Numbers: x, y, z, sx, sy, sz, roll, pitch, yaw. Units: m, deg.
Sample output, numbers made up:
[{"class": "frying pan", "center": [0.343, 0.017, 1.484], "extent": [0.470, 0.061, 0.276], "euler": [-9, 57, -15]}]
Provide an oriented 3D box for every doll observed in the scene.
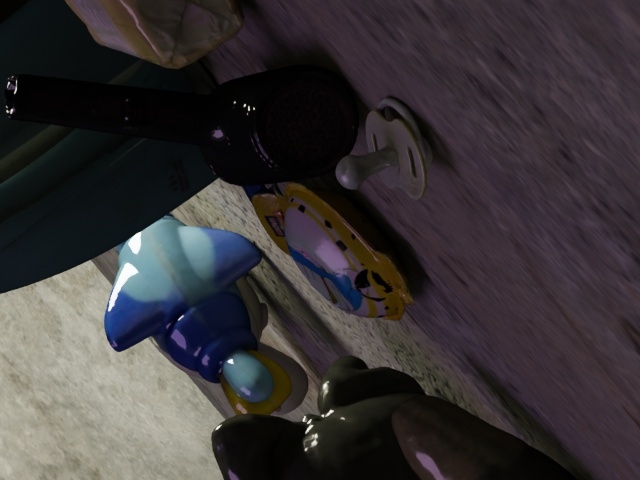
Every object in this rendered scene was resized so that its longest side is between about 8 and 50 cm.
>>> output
[{"class": "doll", "center": [0.110, 0.236, 1.608], "extent": [0.382, 0.252, 0.379], "euler": [46, 136, 10]}, {"class": "doll", "center": [-0.144, 0.071, 2.094], "extent": [0.376, 0.187, 0.365], "euler": [29, 180, -6]}]

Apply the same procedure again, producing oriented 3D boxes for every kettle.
[{"class": "kettle", "center": [-0.268, -0.074, 1.635], "extent": [0.247, 0.342, 0.319], "euler": [55, 168, -13]}]

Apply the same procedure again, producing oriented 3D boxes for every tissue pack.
[{"class": "tissue pack", "center": [-0.163, -0.229, 1.370], "extent": [0.186, 0.090, 0.222], "euler": [58, 167, -22]}]

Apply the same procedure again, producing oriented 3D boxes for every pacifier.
[{"class": "pacifier", "center": [0.039, -0.058, 1.187], "extent": [0.083, 0.064, 0.068], "euler": [30, 138, 61]}]

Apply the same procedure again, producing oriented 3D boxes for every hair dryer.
[{"class": "hair dryer", "center": [-0.113, -0.091, 1.308], "extent": [0.197, 0.251, 0.089], "euler": [-172, 87, -73]}]

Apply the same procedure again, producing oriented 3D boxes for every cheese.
[{"class": "cheese", "center": [0.000, 0.000, 1.518], "extent": [0.250, 0.064, 0.157], "euler": [32, 156, 53]}]

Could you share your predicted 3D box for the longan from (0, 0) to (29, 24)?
[{"class": "longan", "center": [-0.445, -0.267, 1.825], "extent": [0.319, 0.319, 0.319], "euler": [49, 169, 13]}]
